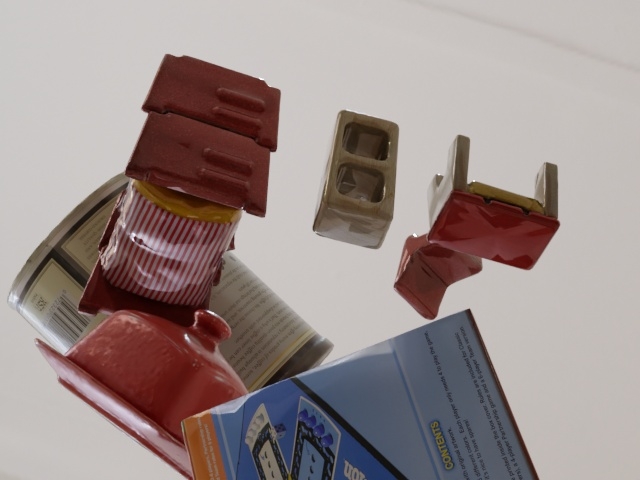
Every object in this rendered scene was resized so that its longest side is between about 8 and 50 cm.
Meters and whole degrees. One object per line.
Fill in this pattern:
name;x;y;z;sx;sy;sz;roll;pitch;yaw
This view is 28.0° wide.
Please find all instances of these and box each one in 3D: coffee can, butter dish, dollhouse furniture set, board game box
coffee can;-0.152;0.088;1.318;0.275;0.201;0.201;43;-67;5
butter dish;-0.115;0.107;1.009;0.160;0.118;0.160;27;-17;36
dollhouse furniture set;0.000;0.000;1.125;0.374;0.152;0.201;16;-43;-8
board game box;0.040;0.170;0.510;0.145;0.281;0.027;-21;-36;4
